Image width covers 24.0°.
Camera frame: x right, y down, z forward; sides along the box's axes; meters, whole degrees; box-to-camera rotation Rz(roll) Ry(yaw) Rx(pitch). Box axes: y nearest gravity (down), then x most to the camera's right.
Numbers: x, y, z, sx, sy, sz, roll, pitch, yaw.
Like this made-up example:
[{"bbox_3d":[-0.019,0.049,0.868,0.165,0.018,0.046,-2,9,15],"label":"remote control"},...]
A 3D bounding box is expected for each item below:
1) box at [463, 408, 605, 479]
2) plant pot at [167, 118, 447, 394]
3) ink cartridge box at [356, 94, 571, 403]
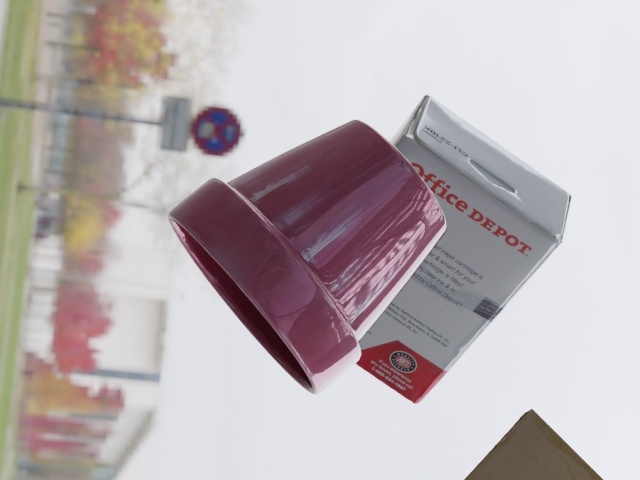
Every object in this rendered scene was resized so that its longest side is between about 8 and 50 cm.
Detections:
[{"bbox_3d":[0.199,0.268,1.275,0.164,0.201,0.021,-43,174,-25],"label":"box"},{"bbox_3d":[0.000,0.000,1.285,0.201,0.180,0.201,49,-9,10],"label":"plant pot"},{"bbox_3d":[0.109,0.011,1.608,0.273,0.197,0.114,-52,-174,33],"label":"ink cartridge box"}]
